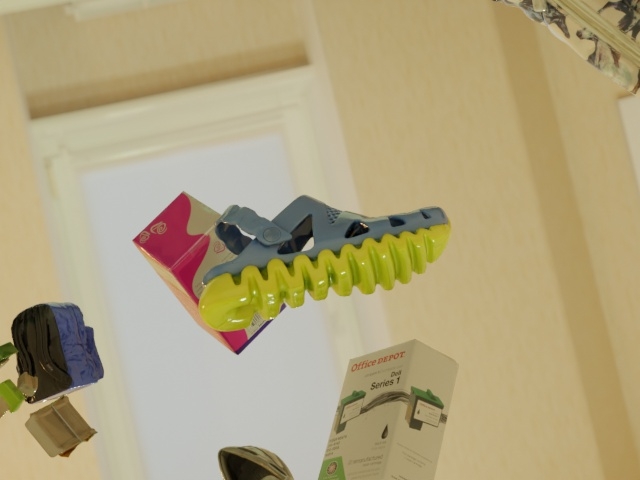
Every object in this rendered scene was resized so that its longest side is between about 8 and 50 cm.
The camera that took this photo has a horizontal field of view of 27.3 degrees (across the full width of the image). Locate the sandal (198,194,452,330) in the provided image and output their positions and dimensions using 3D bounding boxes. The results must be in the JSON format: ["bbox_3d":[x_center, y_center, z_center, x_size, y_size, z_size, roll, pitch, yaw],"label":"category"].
[{"bbox_3d":[0.000,0.000,1.561,0.317,0.138,0.126,-11,152,-12],"label":"sandal"}]

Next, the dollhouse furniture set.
[{"bbox_3d":[-0.335,0.193,1.507,0.058,0.151,0.076,-44,174,24],"label":"dollhouse furniture set"}]

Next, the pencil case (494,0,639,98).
[{"bbox_3d":[0.445,-0.300,1.899,0.183,0.410,0.160,-37,161,-45],"label":"pencil case"}]

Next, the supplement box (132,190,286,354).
[{"bbox_3d":[-0.162,0.049,1.949,0.111,0.220,0.114,-45,-134,-13],"label":"supplement box"}]

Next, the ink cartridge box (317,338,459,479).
[{"bbox_3d":[0.094,0.264,1.864,0.093,0.219,0.160,31,147,-26],"label":"ink cartridge box"}]

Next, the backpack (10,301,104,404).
[{"bbox_3d":[-0.342,0.140,1.704,0.098,0.120,0.101,-23,172,26],"label":"backpack"}]

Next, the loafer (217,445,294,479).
[{"bbox_3d":[-0.066,0.408,1.981,0.111,0.112,0.319,27,-175,-34],"label":"loafer"}]
